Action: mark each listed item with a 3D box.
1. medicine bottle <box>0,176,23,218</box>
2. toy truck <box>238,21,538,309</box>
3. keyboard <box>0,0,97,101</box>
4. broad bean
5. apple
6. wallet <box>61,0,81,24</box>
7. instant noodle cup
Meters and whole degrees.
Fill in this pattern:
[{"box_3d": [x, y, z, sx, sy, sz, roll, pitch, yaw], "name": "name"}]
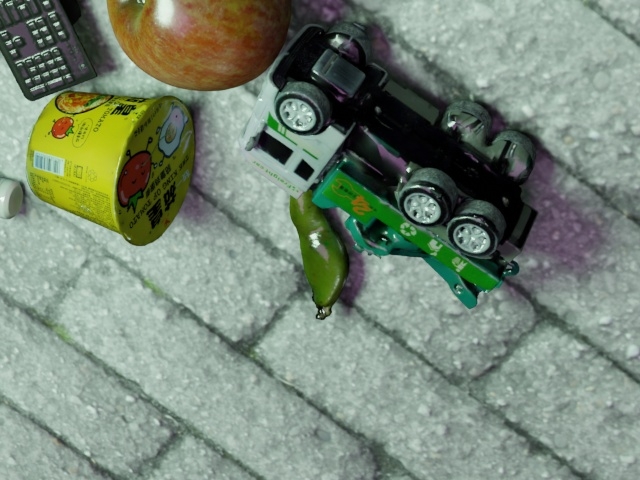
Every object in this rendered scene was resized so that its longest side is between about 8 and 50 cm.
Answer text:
[{"box_3d": [-0.437, -0.060, 1.696, 0.089, 0.052, 0.052, 12, 122, 12], "name": "medicine bottle"}, {"box_3d": [0.084, -0.074, 1.453, 0.363, 0.176, 0.178, 37, 135, -6], "name": "toy truck"}, {"box_3d": [-0.372, -0.337, 1.463, 0.104, 0.041, 0.381, -20, 110, 8], "name": "keyboard"}, {"box_3d": [0.000, 0.000, 1.590, 0.070, 0.048, 0.213, 5, 117, 17], "name": "broad bean"}, {"box_3d": [-0.132, -0.253, 1.396, 0.188, 0.174, 0.188, 1, 92, 48], "name": "apple"}, {"box_3d": [-0.421, -0.405, 1.494, 0.197, 0.051, 0.377, -8, 114, 19], "name": "wallet"}, {"box_3d": [-0.254, -0.098, 1.551, 0.144, 0.182, 0.182, 16, 123, 20], "name": "instant noodle cup"}]
